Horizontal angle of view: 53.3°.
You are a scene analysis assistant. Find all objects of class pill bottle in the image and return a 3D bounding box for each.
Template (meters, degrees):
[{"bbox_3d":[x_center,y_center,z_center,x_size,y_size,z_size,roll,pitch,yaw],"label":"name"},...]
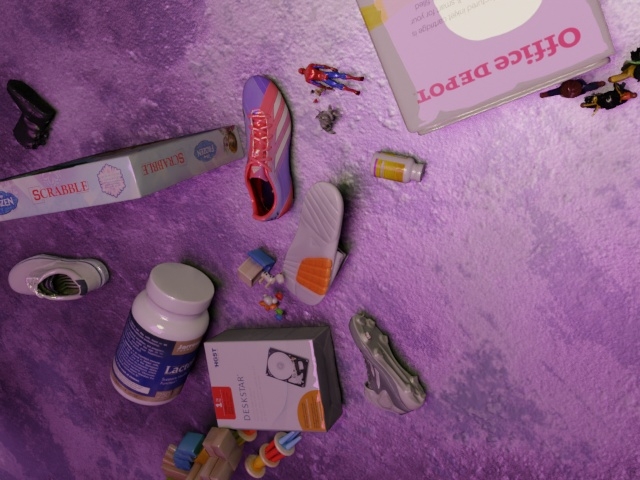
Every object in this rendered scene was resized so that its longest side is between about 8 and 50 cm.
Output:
[{"bbox_3d":[-0.309,0.183,1.257,0.153,0.153,0.264,30,117,10],"label":"pill bottle"},{"bbox_3d":[0.126,-0.118,1.040,0.083,0.043,0.043,14,113,17],"label":"pill bottle"}]

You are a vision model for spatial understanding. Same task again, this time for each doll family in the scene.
[{"bbox_3d":[0.400,-0.211,0.860,0.193,0.111,0.076,-21,99,27],"label":"doll family"}]

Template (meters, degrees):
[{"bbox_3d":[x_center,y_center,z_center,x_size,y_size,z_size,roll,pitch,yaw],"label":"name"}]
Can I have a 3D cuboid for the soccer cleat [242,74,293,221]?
[{"bbox_3d":[-0.096,-0.153,1.087,0.083,0.095,0.247,1,109,21],"label":"soccer cleat"}]

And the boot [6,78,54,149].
[{"bbox_3d":[-0.594,-0.250,1.283,0.121,0.045,0.099,41,121,4],"label":"boot"}]

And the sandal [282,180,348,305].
[{"bbox_3d":[0.008,0.006,1.105,0.102,0.076,0.265,38,133,23],"label":"sandal"}]

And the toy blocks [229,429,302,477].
[{"bbox_3d":[-0.116,0.406,1.314,0.123,0.054,0.148,47,116,3],"label":"toy blocks"}]

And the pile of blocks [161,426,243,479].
[{"bbox_3d":[-0.272,0.494,1.312,0.149,0.112,0.362,28,136,1],"label":"pile of blocks"}]

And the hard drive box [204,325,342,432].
[{"bbox_3d":[-0.090,0.265,1.224,0.232,0.089,0.181,-6,97,24],"label":"hard drive box"}]

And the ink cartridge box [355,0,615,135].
[{"bbox_3d":[0.192,-0.373,0.859,0.279,0.160,0.384,-18,100,26],"label":"ink cartridge box"}]

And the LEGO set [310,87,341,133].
[{"bbox_3d":[0.004,-0.211,1.057,0.054,0.023,0.083,-20,110,50],"label":"LEGO set"}]

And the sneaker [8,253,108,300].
[{"bbox_3d":[-0.583,0.082,1.365,0.258,0.091,0.094,-7,105,23],"label":"sneaker"}]

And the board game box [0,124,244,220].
[{"bbox_3d":[-0.342,-0.117,1.074,0.318,0.319,0.065,-7,105,23],"label":"board game box"}]

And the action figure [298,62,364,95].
[{"bbox_3d":[0.014,-0.265,1.043,0.115,0.030,0.038,20,109,19],"label":"action figure"}]

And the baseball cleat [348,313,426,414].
[{"bbox_3d":[0.099,0.235,1.160,0.109,0.072,0.205,-38,88,34],"label":"baseball cleat"}]

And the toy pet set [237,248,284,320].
[{"bbox_3d":[-0.095,0.074,1.190,0.114,0.065,0.122,38,156,13],"label":"toy pet set"}]
